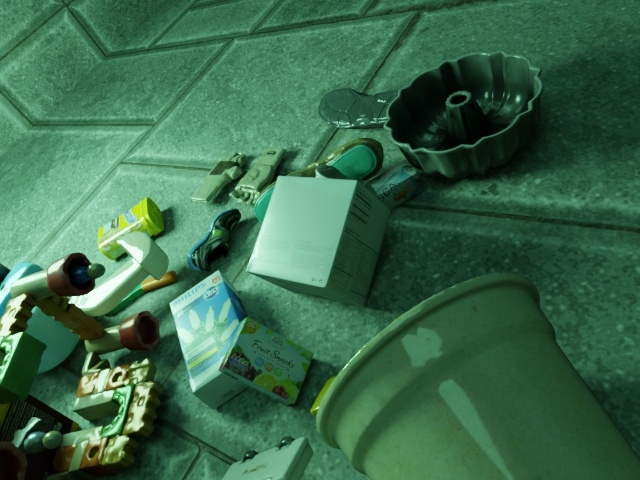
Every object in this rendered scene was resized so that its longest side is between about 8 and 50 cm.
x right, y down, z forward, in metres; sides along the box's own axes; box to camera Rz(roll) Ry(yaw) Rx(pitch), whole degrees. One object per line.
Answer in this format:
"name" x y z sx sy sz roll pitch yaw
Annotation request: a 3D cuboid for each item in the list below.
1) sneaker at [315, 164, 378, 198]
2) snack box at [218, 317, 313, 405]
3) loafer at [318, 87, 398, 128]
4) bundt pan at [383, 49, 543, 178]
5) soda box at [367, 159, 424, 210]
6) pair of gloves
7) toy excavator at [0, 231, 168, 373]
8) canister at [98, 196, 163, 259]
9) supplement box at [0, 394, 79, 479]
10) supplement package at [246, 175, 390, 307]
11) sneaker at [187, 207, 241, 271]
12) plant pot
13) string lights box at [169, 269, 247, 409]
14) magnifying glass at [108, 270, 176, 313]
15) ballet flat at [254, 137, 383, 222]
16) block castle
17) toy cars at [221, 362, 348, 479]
"sneaker" 0.055 -0.104 1.129 0.152 0.061 0.053 31 47 21
"snack box" -0.094 0.214 0.945 0.037 0.141 0.100 -42 21 54
"loafer" 0.120 -0.328 1.384 0.302 0.095 0.109 17 91 47
"bundt pan" 0.313 -0.258 1.150 0.330 0.124 0.331 -18 43 18
"soda box" 0.127 -0.096 1.160 0.183 0.058 0.063 -32 41 3
"pair of gloves" -0.223 -0.172 1.467 0.240 0.042 0.204 0 47 30
"toy excavator" -0.624 0.164 1.279 0.445 0.222 0.433 7 57 27
"canister" -0.535 -0.032 1.505 0.170 0.073 0.126 -31 41 4
"supplement box" -0.602 0.414 1.023 0.129 0.194 0.191 -19 43 15
"supplement package" 0.000 0.000 1.038 0.194 0.149 0.203 9 75 36
"sneaker" -0.246 0.002 1.308 0.078 0.067 0.188 21 60 19
"plant pot" 0.212 0.259 0.601 0.334 0.334 0.305 -34 52 -1
"string lights box" -0.209 0.192 1.080 0.133 0.077 0.260 -35 41 -1
"magnifying glass" -0.465 0.124 1.349 0.231 0.026 0.092 -21 42 16
"ballet flat" 0.001 -0.139 1.233 0.342 0.116 0.124 -30 11 27
"block castle" -0.456 0.279 0.982 0.212 0.303 0.453 -16 45 17
"toy cars" 0.002 0.308 0.824 0.393 0.087 0.176 -40 7 -5
